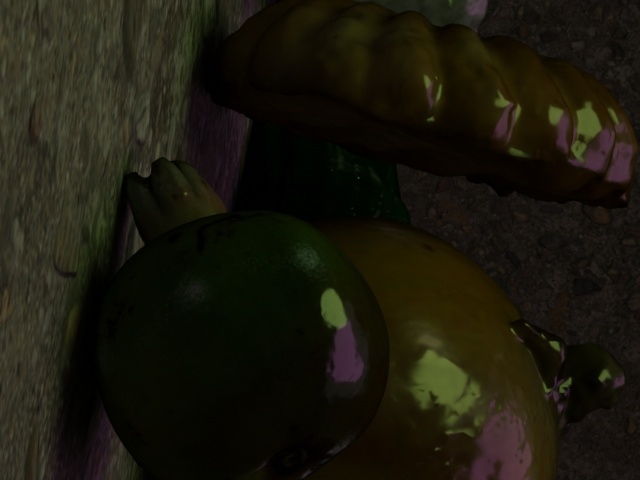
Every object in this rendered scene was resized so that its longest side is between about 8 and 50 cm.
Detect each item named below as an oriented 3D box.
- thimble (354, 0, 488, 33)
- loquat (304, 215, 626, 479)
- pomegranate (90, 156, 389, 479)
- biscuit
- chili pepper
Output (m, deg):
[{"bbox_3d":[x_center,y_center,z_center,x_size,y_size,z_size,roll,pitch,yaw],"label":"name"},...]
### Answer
[{"bbox_3d":[0.065,-0.266,1.797,0.245,0.157,0.217,-94,-159,-46],"label":"thimble"},{"bbox_3d":[0.054,0.137,1.471,0.328,0.359,0.328,165,-90,-88],"label":"loquat"},{"bbox_3d":[-0.058,0.046,1.128,0.210,0.180,0.180,60,-13,24],"label":"pomegranate"},{"bbox_3d":[0.079,-0.105,1.443,0.326,0.325,0.107,44,59,-85],"label":"biscuit"},{"bbox_3d":[0.010,-0.002,1.780,0.385,0.167,0.213,-79,177,-50],"label":"chili pepper"}]
